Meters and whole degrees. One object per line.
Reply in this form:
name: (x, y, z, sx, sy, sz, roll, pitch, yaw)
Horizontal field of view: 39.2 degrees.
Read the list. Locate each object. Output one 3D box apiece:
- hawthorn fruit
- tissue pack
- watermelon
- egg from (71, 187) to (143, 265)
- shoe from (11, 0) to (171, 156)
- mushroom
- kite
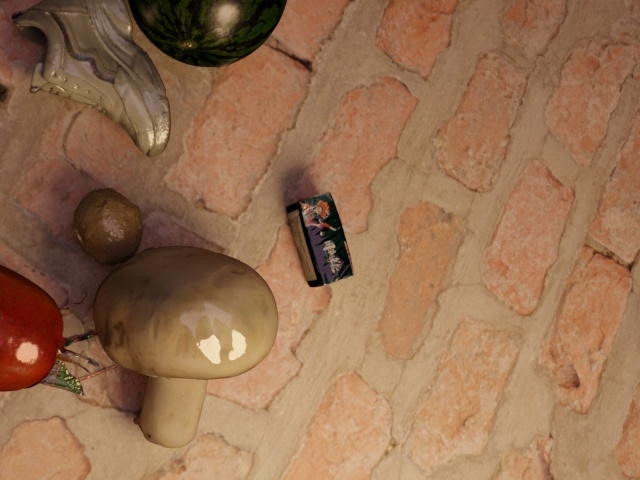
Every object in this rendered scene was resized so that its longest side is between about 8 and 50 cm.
hawthorn fruit: (-0.499, 0.152, 1.445, 0.299, 0.211, 0.211, 19, 78, -21)
tissue pack: (0.000, -0.001, 1.717, 0.090, 0.103, 0.170, -17, 91, -16)
watermelon: (-0.198, -0.450, 1.592, 0.285, 0.285, 0.285, 2, 83, -22)
egg: (-0.369, -0.027, 1.565, 0.118, 0.116, 0.140, -5, 76, -60)
shoe: (-0.404, -0.285, 1.576, 0.210, 0.132, 0.342, -26, 90, -18)
mushroom: (-0.232, 0.180, 1.538, 0.314, 0.314, 0.336, 4, 111, -21)
kite: (-0.437, 0.176, 1.573, 0.244, 0.006, 0.198, -23, 93, -22)
